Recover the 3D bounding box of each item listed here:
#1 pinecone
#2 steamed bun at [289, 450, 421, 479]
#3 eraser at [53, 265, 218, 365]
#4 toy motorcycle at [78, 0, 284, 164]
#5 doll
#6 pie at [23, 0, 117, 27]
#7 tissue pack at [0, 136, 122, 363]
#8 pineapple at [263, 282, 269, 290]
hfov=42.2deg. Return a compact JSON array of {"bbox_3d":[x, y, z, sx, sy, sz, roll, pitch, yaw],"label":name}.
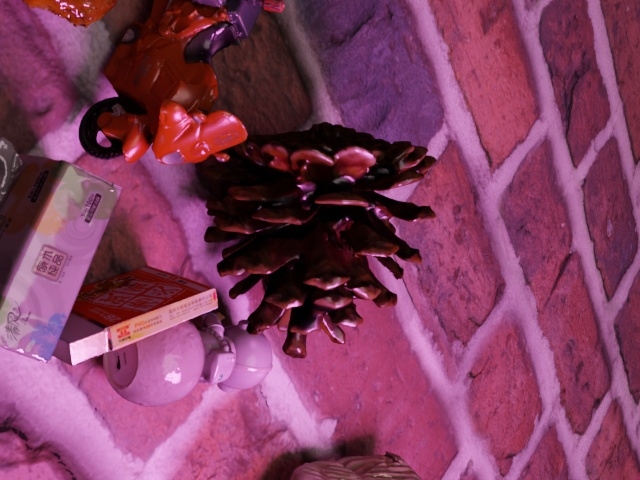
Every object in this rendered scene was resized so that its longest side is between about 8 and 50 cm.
[{"bbox_3d":[0.000,0.000,1.260,0.384,0.384,0.384,-12,107,-45],"label":"pinecone"},{"bbox_3d":[0.080,0.556,1.486,0.394,0.347,0.237,-21,130,-69],"label":"steamed bun"},{"bbox_3d":[-0.276,0.094,1.114,0.230,0.157,0.038,-21,116,-43],"label":"eraser"},{"bbox_3d":[-0.175,-0.231,1.119,0.148,0.221,0.325,67,45,-68],"label":"toy motorcycle"},{"bbox_3d":[-0.182,0.174,1.246,0.287,0.151,0.151,9,91,-49],"label":"doll"},{"bbox_3d":[-0.347,-0.416,0.987,0.308,0.085,0.308,-5,97,-47],"label":"pie"},{"bbox_3d":[-0.372,0.006,0.992,0.145,0.159,0.229,31,75,-45],"label":"tissue pack"},{"bbox_3d":[-0.051,0.070,1.443,0.124,0.058,0.058,-26,117,-26],"label":"pineapple"}]
